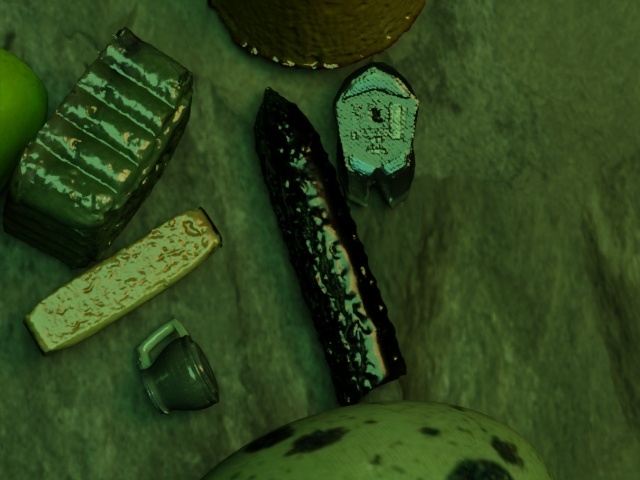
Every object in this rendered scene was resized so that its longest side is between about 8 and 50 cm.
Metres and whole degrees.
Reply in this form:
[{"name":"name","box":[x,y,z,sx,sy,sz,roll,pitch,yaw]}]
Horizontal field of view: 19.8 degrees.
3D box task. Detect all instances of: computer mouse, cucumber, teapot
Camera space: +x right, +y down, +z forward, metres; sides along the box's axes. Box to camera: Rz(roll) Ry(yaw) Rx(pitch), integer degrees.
[{"name":"computer mouse","box":[0.051,-0.096,1.677,0.079,0.047,0.135,-2,91,0]},{"name":"cucumber","box":[0.000,0.000,1.636,0.072,0.072,0.300,-19,83,-14]},{"name":"teapot","box":[-0.128,0.113,1.597,0.057,0.066,0.088,-26,62,2]}]

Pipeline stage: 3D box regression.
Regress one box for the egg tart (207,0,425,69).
[{"name":"egg tart","box":[-0.007,-0.271,1.637,0.215,0.171,0.215,-1,74,4]}]

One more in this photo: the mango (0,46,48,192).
[{"name":"mango","box":[-0.359,-0.066,1.531,0.185,0.149,0.273,38,67,-16]}]

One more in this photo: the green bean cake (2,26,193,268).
[{"name":"green bean cake","box":[-0.185,-0.071,1.558,0.094,0.173,0.181,33,72,-1]}]

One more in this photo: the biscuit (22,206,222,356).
[{"name":"biscuit","box":[-0.172,0.037,1.600,0.188,0.056,0.052,-32,89,-17]}]

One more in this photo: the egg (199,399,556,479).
[{"name":"egg","box":[0.029,0.277,1.473,0.379,0.287,0.288,-30,86,-12]}]
